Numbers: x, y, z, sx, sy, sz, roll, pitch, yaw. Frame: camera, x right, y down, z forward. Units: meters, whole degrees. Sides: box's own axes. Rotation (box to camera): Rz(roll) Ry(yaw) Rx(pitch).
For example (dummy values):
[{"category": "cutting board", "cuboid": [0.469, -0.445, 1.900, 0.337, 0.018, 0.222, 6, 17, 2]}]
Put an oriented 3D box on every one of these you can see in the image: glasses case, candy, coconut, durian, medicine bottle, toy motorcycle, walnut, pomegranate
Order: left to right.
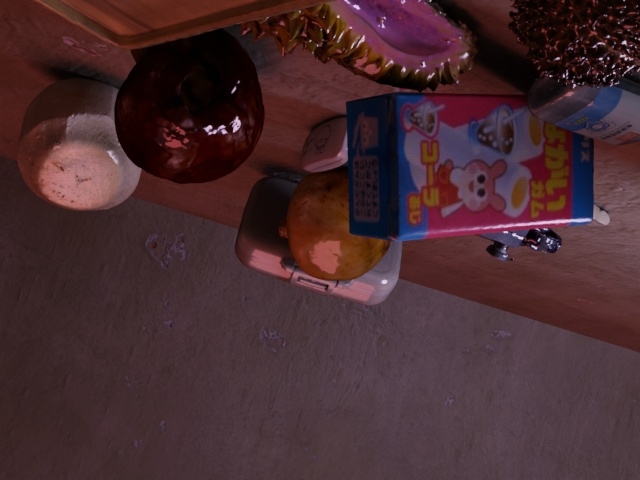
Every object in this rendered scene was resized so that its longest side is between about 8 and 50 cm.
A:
[{"category": "coconut", "cuboid": [-0.458, -0.195, 1.647, 0.237, 0.237, 0.266, 20, -151, -21]}, {"category": "walnut", "cuboid": [-0.185, -0.208, 1.177, 0.221, 0.244, 0.269, -21, 175, -17]}, {"category": "medicine bottle", "cuboid": [0.000, 0.000, 1.942, 0.375, 0.282, 0.123, 18, 133, -7]}, {"category": "glasses case", "cuboid": [0.013, -0.161, 1.442, 0.049, 0.076, 0.197, 17, 173, -19]}, {"category": "durian", "cuboid": [0.008, -0.228, 0.881, 0.341, 0.112, 0.191, 21, 169, -42]}, {"category": "pomegranate", "cuboid": [0.030, -0.031, 1.733, 0.248, 0.248, 0.248, 16, 172, 2]}, {"category": "candy", "cuboid": [0.181, -0.088, 0.983, 0.305, 0.157, 0.100, -5, -174, -29]}, {"category": "toy motorcycle", "cuboid": [0.281, -0.056, 1.461, 0.307, 0.108, 0.173, 18, -159, -32]}, {"category": "durian", "cuboid": [0.245, -0.184, 0.776, 0.188, 0.091, 0.148, 19, 172, -28]}, {"category": "medicine bottle", "cuboid": [0.336, -0.144, 0.955, 0.208, 0.054, 0.090, 14, 156, -26]}]

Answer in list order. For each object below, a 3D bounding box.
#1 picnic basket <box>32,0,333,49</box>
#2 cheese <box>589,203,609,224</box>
[{"category": "picnic basket", "cuboid": [-0.134, -0.282, 0.613, 0.313, 0.175, 0.228, 2, 163, 46]}, {"category": "cheese", "cuboid": [0.344, -0.095, 1.376, 0.085, 0.034, 0.400, 7, 167, 47]}]
